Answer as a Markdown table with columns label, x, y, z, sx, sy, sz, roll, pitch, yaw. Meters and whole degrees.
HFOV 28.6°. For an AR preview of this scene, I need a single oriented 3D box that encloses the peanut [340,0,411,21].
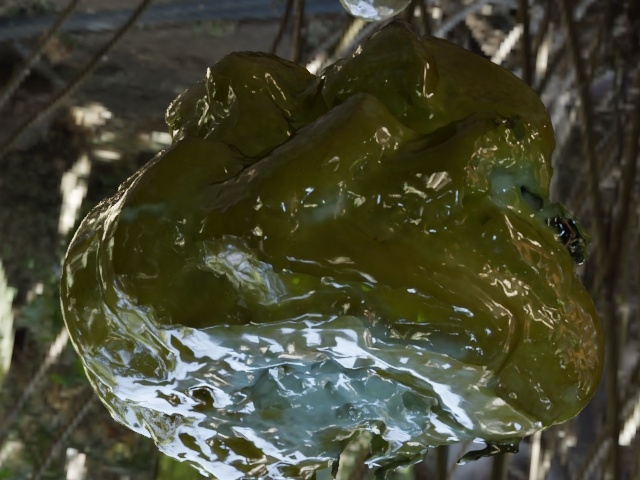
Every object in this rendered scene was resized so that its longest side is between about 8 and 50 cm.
| label | x | y | z | sx | sy | sz | roll | pitch | yaw |
| --- | --- | --- | --- | --- | --- | --- | --- | --- | --- |
| peanut | 0.017 | -0.295 | 1.107 | 0.086 | 0.104 | 0.228 | 5 | 138 | 45 |

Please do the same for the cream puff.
| label | x | y | z | sx | sy | sz | roll | pitch | yaw |
| --- | --- | --- | --- | --- | --- | --- | --- | --- | --- |
| cream puff | -0.003 | -0.003 | 0.526 | 0.221 | 0.194 | 0.195 | -18 | 160 | 26 |
